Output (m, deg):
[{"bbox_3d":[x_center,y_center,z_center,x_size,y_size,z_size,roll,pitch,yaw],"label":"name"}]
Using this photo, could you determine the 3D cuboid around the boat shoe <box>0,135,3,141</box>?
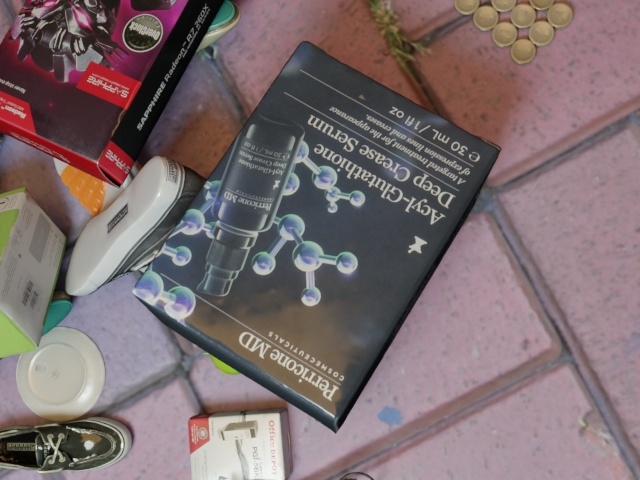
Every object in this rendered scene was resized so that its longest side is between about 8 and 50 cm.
[{"bbox_3d":[-0.530,-0.165,1.342,0.094,0.109,0.302,-13,81,5],"label":"boat shoe"}]

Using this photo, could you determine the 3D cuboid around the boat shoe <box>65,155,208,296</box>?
[{"bbox_3d":[-0.253,-0.005,1.242,0.301,0.102,0.108,-41,43,34],"label":"boat shoe"}]

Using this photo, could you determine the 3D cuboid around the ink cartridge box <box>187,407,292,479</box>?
[{"bbox_3d":[-0.114,0.294,1.267,0.135,0.056,0.099,-6,84,7],"label":"ink cartridge box"}]

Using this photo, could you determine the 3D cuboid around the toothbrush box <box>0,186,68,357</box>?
[{"bbox_3d":[-0.522,0.066,1.245,0.283,0.122,0.206,-13,45,13],"label":"toothbrush box"}]

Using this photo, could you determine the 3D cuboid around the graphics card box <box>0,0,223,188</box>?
[{"bbox_3d":[-0.294,-0.286,1.234,0.233,0.094,0.371,25,80,18],"label":"graphics card box"}]

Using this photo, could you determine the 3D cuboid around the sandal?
[{"bbox_3d":[-0.296,-0.068,1.322,0.102,0.076,0.265,-27,103,20],"label":"sandal"}]

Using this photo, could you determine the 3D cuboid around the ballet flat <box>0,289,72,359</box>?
[{"bbox_3d":[-0.496,0.141,1.319,0.280,0.095,0.096,-39,65,3],"label":"ballet flat"}]

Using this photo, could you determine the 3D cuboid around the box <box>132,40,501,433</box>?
[{"bbox_3d":[0.000,0.000,1.163,0.293,0.212,0.395,30,78,9],"label":"box"}]

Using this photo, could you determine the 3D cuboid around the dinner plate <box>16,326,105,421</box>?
[{"bbox_3d":[-0.392,0.200,1.336,0.141,0.017,0.141,-1,84,9],"label":"dinner plate"}]

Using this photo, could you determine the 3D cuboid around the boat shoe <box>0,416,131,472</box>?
[{"bbox_3d":[-0.387,0.304,1.296,0.219,0.070,0.078,-6,87,8],"label":"boat shoe"}]

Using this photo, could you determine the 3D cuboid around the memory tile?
[{"bbox_3d":[0.279,-0.335,1.290,0.148,0.012,0.113,45,92,10],"label":"memory tile"}]

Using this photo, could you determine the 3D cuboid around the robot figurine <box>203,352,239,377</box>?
[{"bbox_3d":[-0.109,0.146,1.274,0.115,0.067,0.101,-36,93,4],"label":"robot figurine"}]

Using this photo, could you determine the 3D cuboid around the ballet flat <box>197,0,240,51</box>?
[{"bbox_3d":[-0.231,-0.311,1.324,0.248,0.086,0.086,1,85,12],"label":"ballet flat"}]

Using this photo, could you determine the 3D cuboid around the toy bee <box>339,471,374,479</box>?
[{"bbox_3d":[-0.087,0.404,1.186,0.298,0.162,0.195,-32,120,25],"label":"toy bee"}]
